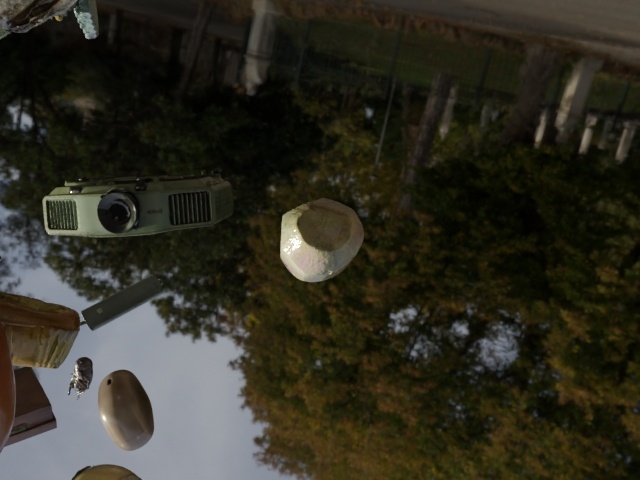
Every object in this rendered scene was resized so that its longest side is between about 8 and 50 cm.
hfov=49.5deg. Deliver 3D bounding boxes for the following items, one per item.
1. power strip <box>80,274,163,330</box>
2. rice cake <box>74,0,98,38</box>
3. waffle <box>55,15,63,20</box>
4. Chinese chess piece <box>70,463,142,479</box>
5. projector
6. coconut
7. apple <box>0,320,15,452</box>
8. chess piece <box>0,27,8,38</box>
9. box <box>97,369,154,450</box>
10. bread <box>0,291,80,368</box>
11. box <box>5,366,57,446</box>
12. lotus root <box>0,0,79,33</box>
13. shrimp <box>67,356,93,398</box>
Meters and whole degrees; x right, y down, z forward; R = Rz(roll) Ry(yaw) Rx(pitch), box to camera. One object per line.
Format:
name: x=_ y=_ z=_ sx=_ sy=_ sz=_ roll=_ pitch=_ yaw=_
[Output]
power strip: x=-0.530 y=0.168 z=1.827 sx=0.252 sy=0.060 sz=0.027 roll=-29 pitch=177 yaw=-28
rice cake: x=-0.505 y=-0.548 z=1.459 sx=0.037 sy=0.198 sz=0.189 roll=-10 pitch=178 yaw=-10
waffle: x=-0.773 y=-0.761 z=1.963 sx=0.069 sy=0.260 sz=0.293 roll=45 pitch=180 yaw=33
Chinese chess piece: x=-0.505 y=0.651 z=1.583 sx=0.112 sy=0.270 sz=0.270 roll=5 pitch=-168 yaw=16
projector: x=-0.286 y=-0.059 z=1.092 sx=0.269 sy=0.088 sz=0.193 roll=-3 pitch=-171 yaw=5
coconut: x=0.000 y=0.000 z=1.792 sx=0.197 sy=0.237 sz=0.237 roll=55 pitch=-152 yaw=11
apple: x=-0.396 y=0.137 z=0.632 sx=0.241 sy=0.241 sz=0.242 roll=-5 pitch=-152 yaw=3
chess piece: x=-0.774 y=-0.535 z=1.576 sx=0.182 sy=0.183 sz=0.330 roll=5 pitch=-171 yaw=-26
box: x=-0.412 y=0.357 z=1.469 sx=0.088 sy=0.146 sz=0.200 roll=-28 pitch=-161 yaw=-7
bread: x=-0.586 y=0.155 z=1.250 sx=0.288 sy=0.119 sz=0.152 roll=12 pitch=-176 yaw=-18
box: x=-0.868 y=0.461 z=1.911 sx=0.215 sy=0.086 sz=0.215 roll=-15 pitch=-146 yaw=-33
lotus root: x=-0.483 y=-0.508 z=1.249 sx=0.167 sy=0.329 sz=0.078 roll=46 pitch=-162 yaw=-28
shrimp: x=-0.822 y=0.478 z=2.381 sx=0.073 sy=0.190 sz=0.075 roll=7 pitch=-145 yaw=-20
